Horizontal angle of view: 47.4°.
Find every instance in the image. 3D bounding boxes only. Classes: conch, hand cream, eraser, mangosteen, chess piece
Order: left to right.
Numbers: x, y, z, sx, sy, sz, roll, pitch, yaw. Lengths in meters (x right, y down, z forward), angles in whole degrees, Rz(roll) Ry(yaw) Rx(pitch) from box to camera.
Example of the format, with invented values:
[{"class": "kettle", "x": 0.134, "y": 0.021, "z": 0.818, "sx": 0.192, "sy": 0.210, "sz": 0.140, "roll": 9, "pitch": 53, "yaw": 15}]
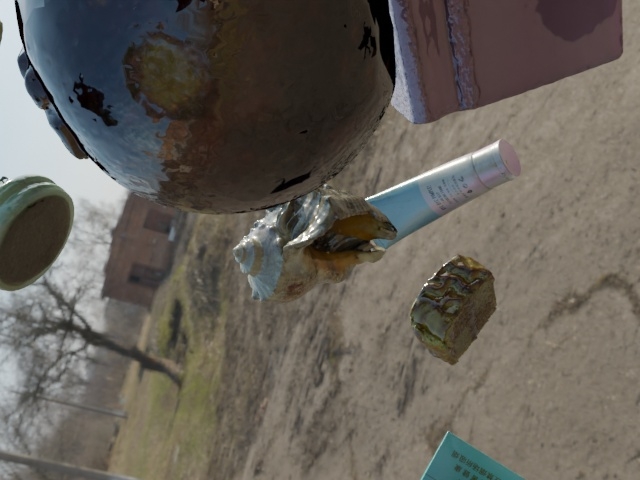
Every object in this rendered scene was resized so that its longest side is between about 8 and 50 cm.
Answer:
[{"class": "chess piece", "x": -0.575, "y": -0.064, "z": 1.182, "sx": 0.194, "sy": 0.299, "sz": 0.194, "roll": -57, "pitch": -14, "yaw": -22}, {"class": "mangosteen", "x": -0.052, "y": -0.184, "z": 0.559, "sx": 0.360, "sy": 0.306, "sz": 0.306, "roll": -28, "pitch": 16, "yaw": -1}, {"class": "conch", "x": 0.000, "y": 0.000, "z": 0.957, "sx": 0.178, "sy": 0.245, "sz": 0.163, "roll": -13, "pitch": 77, "yaw": 53}, {"class": "hand cream", "x": 0.195, "y": -0.076, "z": 1.265, "sx": 0.312, "sy": 0.111, "sz": 0.070, "roll": -24, "pitch": 21, "yaw": 38}, {"class": "eraser", "x": 0.179, "y": -0.339, "z": 0.785, "sx": 0.122, "sy": 0.272, "sz": 0.359, "roll": -121, "pitch": 14, "yaw": -58}]

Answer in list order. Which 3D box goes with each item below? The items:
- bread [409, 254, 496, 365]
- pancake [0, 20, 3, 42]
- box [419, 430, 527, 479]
[{"class": "bread", "x": 0.252, "y": 0.135, "z": 1.377, "sx": 0.181, "sy": 0.096, "sz": 0.222, "roll": -51, "pitch": -28, "yaw": -11}, {"class": "pancake", "x": -0.601, "y": -0.334, "z": 1.088, "sx": 0.037, "sy": 0.254, "sz": 0.253, "roll": -86, "pitch": 17, "yaw": -54}, {"class": "box", "x": 0.216, "y": 0.443, "z": 1.150, "sx": 0.229, "sy": 0.162, "sz": 0.041, "roll": -53, "pitch": -16, "yaw": -25}]
